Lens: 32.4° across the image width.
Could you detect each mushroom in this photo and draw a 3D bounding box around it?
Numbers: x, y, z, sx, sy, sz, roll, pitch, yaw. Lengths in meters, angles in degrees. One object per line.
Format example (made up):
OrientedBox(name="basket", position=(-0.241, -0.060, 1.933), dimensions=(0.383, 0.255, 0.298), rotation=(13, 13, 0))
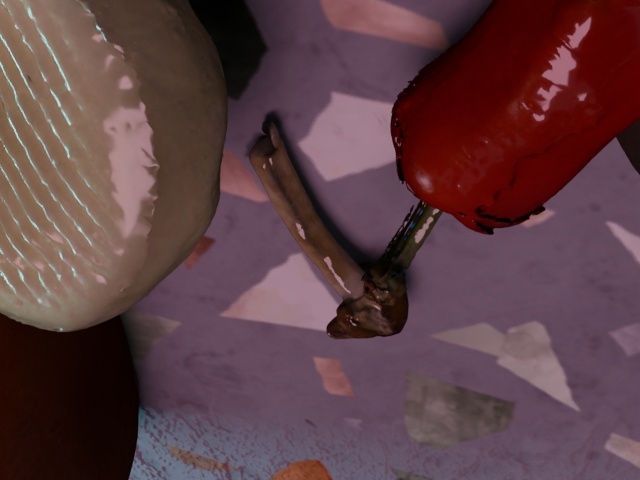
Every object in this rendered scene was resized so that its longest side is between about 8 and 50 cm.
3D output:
OrientedBox(name="mushroom", position=(0.000, 0.000, 0.767), dimensions=(0.060, 0.061, 0.187), rotation=(-15, 123, 39))

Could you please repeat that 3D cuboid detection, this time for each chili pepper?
OrientedBox(name="chili pepper", position=(0.131, -0.103, 0.578), dimensions=(0.110, 0.110, 0.387), rotation=(31, 131, -10))

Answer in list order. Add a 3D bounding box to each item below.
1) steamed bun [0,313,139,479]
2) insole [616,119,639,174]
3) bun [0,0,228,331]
OrientedBox(name="steamed bun", position=(-0.296, 0.123, 0.868), dimensions=(0.235, 0.248, 0.379), rotation=(9, 137, 14))
OrientedBox(name="insole", position=(0.316, 0.001, 0.676), dimensions=(0.328, 0.007, 0.111), rotation=(36, 137, -15))
OrientedBox(name="bun", position=(-0.163, -0.089, 0.655), dimensions=(0.287, 0.146, 0.287), rotation=(17, 118, 33))
